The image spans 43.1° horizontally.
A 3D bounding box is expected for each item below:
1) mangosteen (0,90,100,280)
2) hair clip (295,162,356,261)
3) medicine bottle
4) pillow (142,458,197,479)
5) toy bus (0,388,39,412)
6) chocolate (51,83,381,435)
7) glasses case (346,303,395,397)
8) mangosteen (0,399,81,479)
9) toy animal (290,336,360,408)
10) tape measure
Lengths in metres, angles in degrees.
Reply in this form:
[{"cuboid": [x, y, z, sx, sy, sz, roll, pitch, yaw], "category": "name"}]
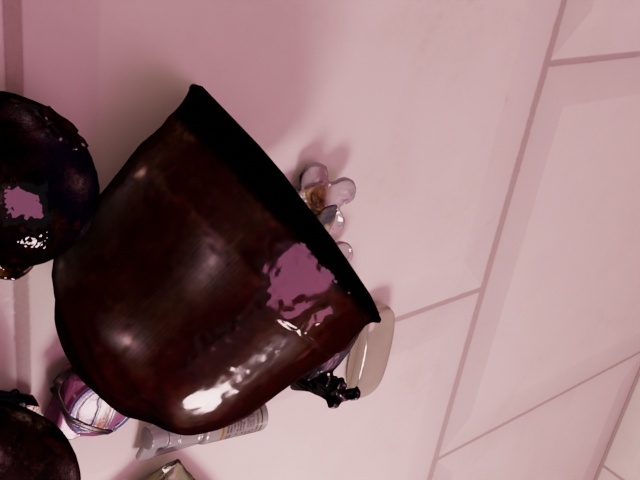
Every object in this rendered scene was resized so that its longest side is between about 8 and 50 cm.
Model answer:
[{"cuboid": [-0.346, -0.046, 0.851, 0.230, 0.194, 0.194, -39, 143, 17], "category": "mangosteen"}, {"cuboid": [-0.005, -0.004, 1.290, 0.146, 0.075, 0.257, -23, 137, -29], "category": "hair clip"}, {"cuboid": [-0.194, 0.311, 1.332, 0.221, 0.061, 0.092, -2, 137, -42], "category": "medicine bottle"}, {"cuboid": [-0.258, 0.488, 1.377, 0.185, 0.075, 0.302, -40, 140, -13], "category": "pillow"}, {"cuboid": [-0.426, 0.216, 1.059, 0.110, 0.031, 0.043, 24, 101, -48], "category": "toy bus"}, {"cuboid": [-0.154, 0.055, 1.005, 0.331, 0.383, 0.384, -39, 140, 7], "category": "chocolate"}, {"cuboid": [0.095, 0.212, 1.542, 0.081, 0.051, 0.204, -12, 125, -37], "category": "glasses case"}, {"cuboid": [-0.406, 0.324, 0.951, 0.236, 0.261, 0.235, -7, 141, -5], "category": "mangosteen"}, {"cuboid": [0.004, 0.176, 1.413, 0.117, 0.121, 0.210, 0, 102, -38], "category": "toy animal"}, {"cuboid": [-0.319, 0.217, 1.131, 0.125, 0.074, 0.118, 6, 118, -41], "category": "tape measure"}]
